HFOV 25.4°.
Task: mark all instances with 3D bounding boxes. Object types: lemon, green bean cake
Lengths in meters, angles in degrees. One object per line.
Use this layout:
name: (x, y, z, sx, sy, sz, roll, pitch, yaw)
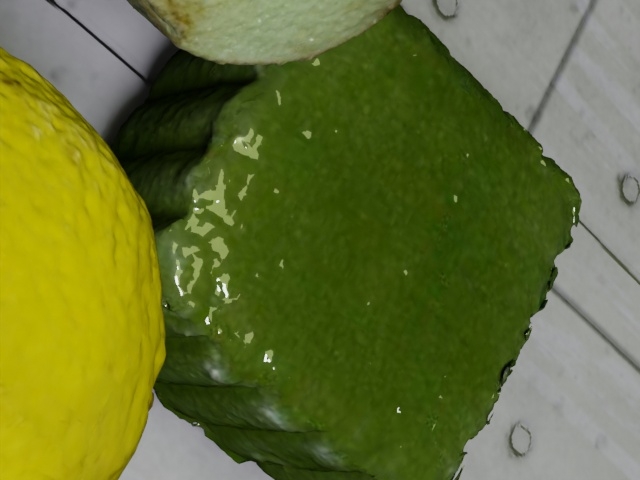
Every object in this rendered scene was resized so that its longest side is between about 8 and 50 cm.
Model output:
lemon: (-0.205, 0.029, 0.607, 0.322, 0.268, 0.268, 6, 83, -35)
green bean cake: (0.000, 0.000, 0.823, 0.250, 0.156, 0.247, 40, 66, -27)

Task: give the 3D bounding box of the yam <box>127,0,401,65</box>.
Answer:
yam: (-0.073, -0.205, 0.720, 0.161, 0.268, 0.161, -22, 137, -22)
